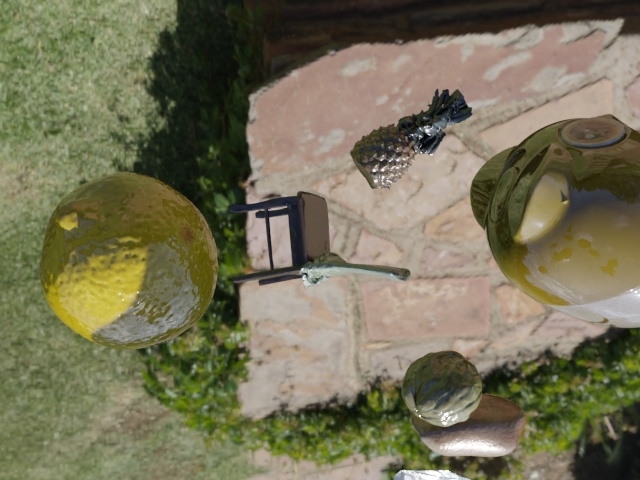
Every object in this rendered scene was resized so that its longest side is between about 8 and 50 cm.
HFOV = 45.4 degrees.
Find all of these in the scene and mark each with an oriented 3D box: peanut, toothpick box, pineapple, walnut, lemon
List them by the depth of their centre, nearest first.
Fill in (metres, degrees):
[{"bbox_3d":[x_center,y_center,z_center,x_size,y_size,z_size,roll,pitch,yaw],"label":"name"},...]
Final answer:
[{"bbox_3d":[0.132,0.160,0.832,0.092,0.092,0.092,-8,141,-6],"label":"walnut"},{"bbox_3d":[0.182,0.225,0.936,0.152,0.076,0.076,4,138,-16],"label":"peanut"},{"bbox_3d":[0.115,-0.131,0.949,0.159,0.074,0.074,-34,140,-2],"label":"pineapple"},{"bbox_3d":[-0.252,0.027,1.010,0.229,0.228,0.253,-11,150,-2],"label":"lemon"},{"bbox_3d":[0.551,-0.048,1.551,0.425,0.409,0.409,19,134,-10],"label":"toothpick box"}]

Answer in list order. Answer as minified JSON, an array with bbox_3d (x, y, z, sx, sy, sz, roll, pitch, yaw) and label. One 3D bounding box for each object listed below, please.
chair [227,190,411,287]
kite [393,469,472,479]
[{"bbox_3d":[0.000,0.000,1.465,0.319,0.186,0.160,-6,173,19],"label":"chair"},{"bbox_3d":[0.151,0.445,1.232,0.141,0.015,0.245,15,125,-10],"label":"kite"}]
